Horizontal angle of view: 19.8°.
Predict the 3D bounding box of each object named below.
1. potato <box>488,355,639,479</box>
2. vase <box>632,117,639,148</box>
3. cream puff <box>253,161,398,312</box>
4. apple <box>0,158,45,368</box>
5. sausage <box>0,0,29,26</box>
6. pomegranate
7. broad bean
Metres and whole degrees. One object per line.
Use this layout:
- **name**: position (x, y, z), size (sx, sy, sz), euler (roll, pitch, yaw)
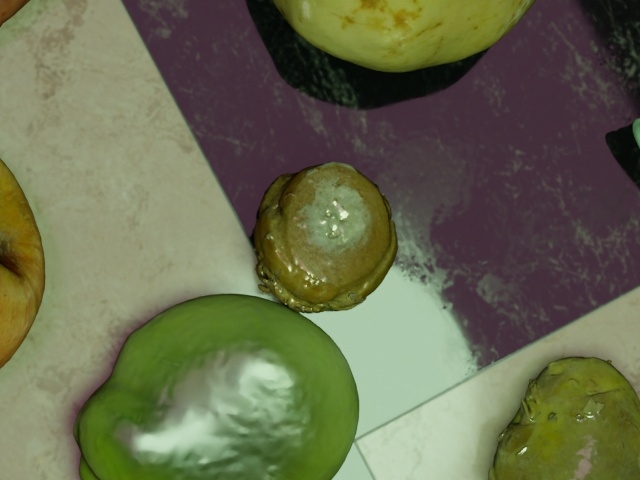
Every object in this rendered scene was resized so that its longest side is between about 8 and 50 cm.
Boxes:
- **potato**: position (0.267, 0.265, 1.854), size (0.191, 0.141, 0.296), euler (-4, 85, -6)
- **vase**: position (0.478, -0.166, 1.889), size (0.299, 0.143, 0.143), euler (-41, 90, -6)
- **cream puff**: position (0.000, 0.000, 1.857), size (0.150, 0.115, 0.165), euler (44, 65, 3)
- **apple**: position (-0.424, 0.027, 1.751), size (0.275, 0.299, 0.299), euler (-29, 89, 19)
- **sausage**: position (-0.334, -0.279, 1.856), size (0.259, 0.113, 0.113), euler (-37, 90, -6)
- **pomegranate**: position (0.075, -0.322, 1.799), size (0.342, 0.342, 0.343), euler (0, 87, -3)
- **broad bean**: position (-0.105, 0.175, 1.843), size (0.291, 0.119, 0.238), euler (-13, 88, -5)
